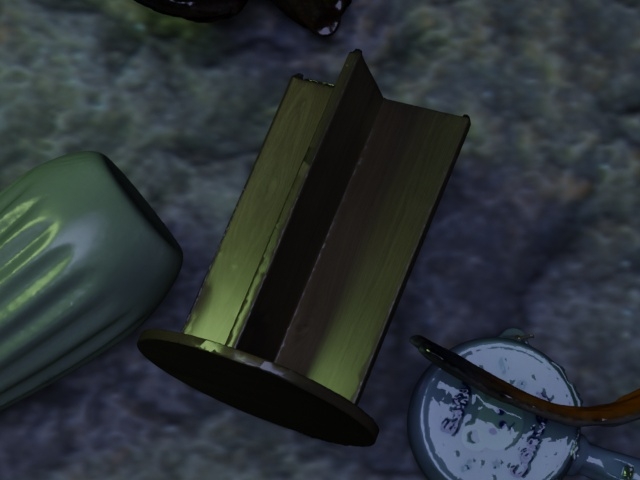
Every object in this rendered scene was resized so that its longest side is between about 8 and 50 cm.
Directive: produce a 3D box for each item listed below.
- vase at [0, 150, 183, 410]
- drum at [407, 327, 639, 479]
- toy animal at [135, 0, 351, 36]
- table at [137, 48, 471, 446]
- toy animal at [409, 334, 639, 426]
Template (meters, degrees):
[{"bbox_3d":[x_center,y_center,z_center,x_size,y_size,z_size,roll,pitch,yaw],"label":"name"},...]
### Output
[{"bbox_3d":[-0.216,0.051,1.110,0.248,0.128,0.128,-38,81,2],"label":"vase"},{"bbox_3d":[0.172,0.164,1.114,0.253,0.049,0.130,36,80,5],"label":"drum"},{"bbox_3d":[-0.062,-0.213,1.185,0.179,0.116,0.218,46,52,-18],"label":"toy animal"},{"bbox_3d":[0.000,0.000,1.097,0.167,0.167,0.226,21,74,5],"label":"table"},{"bbox_3d":[0.263,0.077,1.068,0.284,0.225,0.302,-44,98,-4],"label":"toy animal"}]
